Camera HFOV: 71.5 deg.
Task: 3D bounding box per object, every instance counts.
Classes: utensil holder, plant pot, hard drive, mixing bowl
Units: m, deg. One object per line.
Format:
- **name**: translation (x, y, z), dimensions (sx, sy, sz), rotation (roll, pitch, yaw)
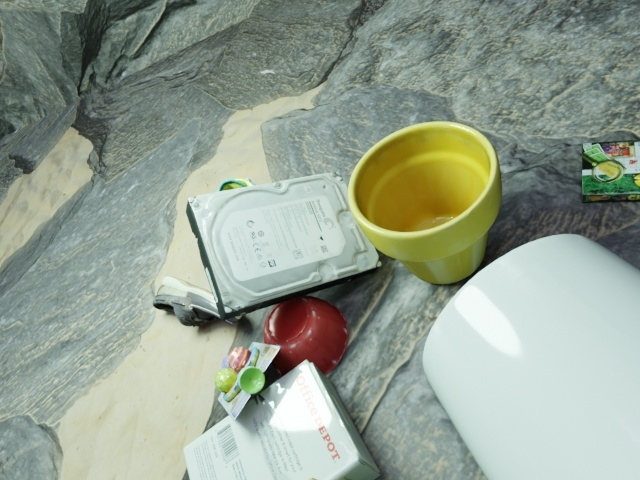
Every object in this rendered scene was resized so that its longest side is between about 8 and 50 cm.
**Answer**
- **utensil holder**: translation (0.341, 0.223, 0.489), dimensions (0.327, 0.328, 0.385), rotation (-34, 40, 1)
- **plant pot**: translation (0.207, -0.046, 0.824), dimensions (0.253, 0.239, 0.254), rotation (-14, 52, 18)
- **hard drive**: translation (-0.067, -0.004, 0.884), dimensions (0.338, 0.064, 0.237), rotation (-13, 72, -28)
- **mixing bowl**: translation (-0.045, 0.179, 0.884), dimensions (0.181, 0.098, 0.182), rotation (-14, 51, 19)

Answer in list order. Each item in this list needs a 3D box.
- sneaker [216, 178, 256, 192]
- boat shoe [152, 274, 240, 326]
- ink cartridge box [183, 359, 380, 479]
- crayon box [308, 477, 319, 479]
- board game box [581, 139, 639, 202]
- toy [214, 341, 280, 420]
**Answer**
- **sneaker**: translation (-0.201, -0.070, 1.061), dimensions (0.318, 0.208, 0.127), rotation (7, 60, 44)
- **boat shoe**: translation (-0.293, 0.156, 1.034), dimensions (0.285, 0.103, 0.092), rotation (13, 68, 38)
- **ink cartridge box**: translation (-0.068, 0.368, 0.743), dimensions (0.272, 0.114, 0.197), rotation (-36, 47, 1)
- **crayon box**: translation (-0.032, 0.448, 0.608), dimensions (0.318, 0.202, 0.081), rotation (-41, 48, -7)
- **board game box**: translation (0.627, -0.132, 0.812), dimensions (0.259, 0.030, 0.136), rotation (1, 59, 28)
- **toy**: translation (-0.156, 0.243, 0.832), dimensions (0.137, 0.056, 0.237), rotation (-57, 13, -19)
